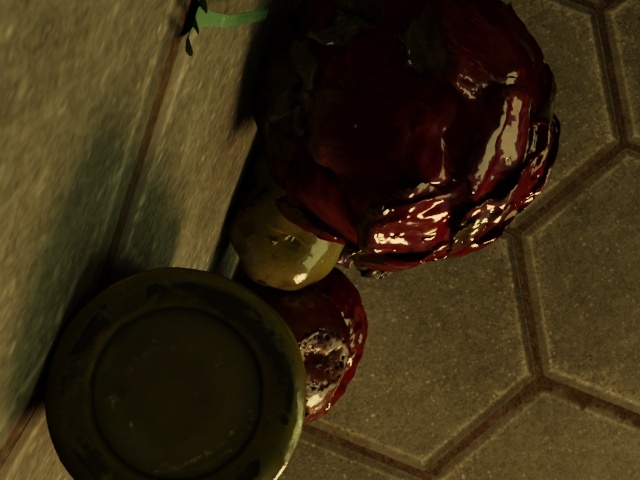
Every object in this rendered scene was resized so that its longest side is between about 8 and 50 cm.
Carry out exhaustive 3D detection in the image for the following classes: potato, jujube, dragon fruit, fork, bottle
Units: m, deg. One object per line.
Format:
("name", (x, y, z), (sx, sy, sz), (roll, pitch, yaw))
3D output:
("potato", (-0.026, -0.037, 1.299), (0.154, 0.137, 0.200), (55, 58, -86))
("jujube", (-0.062, 0.148, 1.378), (0.243, 0.183, 0.183), (-16, -133, 60))
("dragon fruit", (0.087, -0.122, 1.110), (0.329, 0.329, 0.329), (21, 90, -87))
("fork", (-0.070, -0.160, 0.795), (0.235, 0.021, 0.039), (-63, 178, -74))
("bottle", (-0.096, 0.117, 0.875), (0.351, 0.172, 0.171), (99, 13, -84))
("jujube", (-0.039, 0.138, 1.597), (0.213, 0.213, 0.232), (-55, 165, -78))

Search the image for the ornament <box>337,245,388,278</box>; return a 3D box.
("ornament", (-0.002, -0.004, 1.445), (0.081, 0.203, 0.088), (85, 28, -65))
